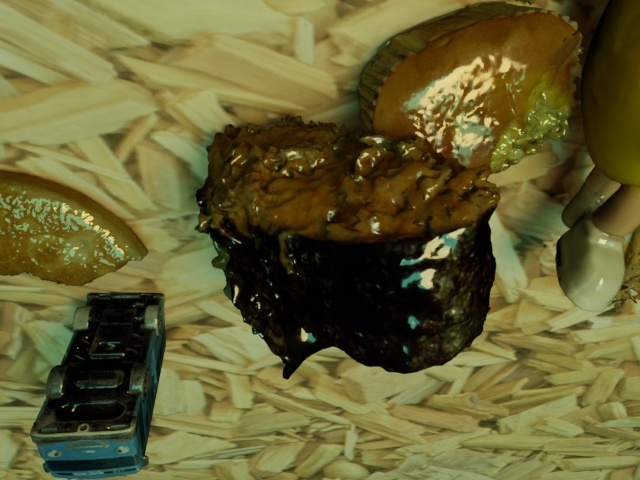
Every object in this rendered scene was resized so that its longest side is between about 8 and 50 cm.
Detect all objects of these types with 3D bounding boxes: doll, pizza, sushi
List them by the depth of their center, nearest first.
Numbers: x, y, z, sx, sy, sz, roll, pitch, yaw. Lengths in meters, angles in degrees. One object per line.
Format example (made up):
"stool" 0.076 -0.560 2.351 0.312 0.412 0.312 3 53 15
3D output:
"sushi" 0.000 0.000 0.478 0.234 0.348 0.208 -44 132 -30
"doll" 0.359 -0.119 0.500 0.161 0.348 0.423 10 158 12
"pizza" -0.355 -0.014 0.578 0.270 0.056 0.135 9 116 -16

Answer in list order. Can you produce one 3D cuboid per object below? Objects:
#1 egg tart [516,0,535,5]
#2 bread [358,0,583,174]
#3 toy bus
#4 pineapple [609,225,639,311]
"egg tart" 0.256 -0.378 0.432 0.296 0.132 0.297 -5 127 -7
"bread" 0.167 -0.162 0.537 0.250 0.133 0.179 -20 118 1
"toy bus" -0.270 0.183 0.605 0.115 0.234 0.134 3 122 -11
"pineapple" 0.499 0.015 0.692 0.114 0.186 0.236 28 156 -27
